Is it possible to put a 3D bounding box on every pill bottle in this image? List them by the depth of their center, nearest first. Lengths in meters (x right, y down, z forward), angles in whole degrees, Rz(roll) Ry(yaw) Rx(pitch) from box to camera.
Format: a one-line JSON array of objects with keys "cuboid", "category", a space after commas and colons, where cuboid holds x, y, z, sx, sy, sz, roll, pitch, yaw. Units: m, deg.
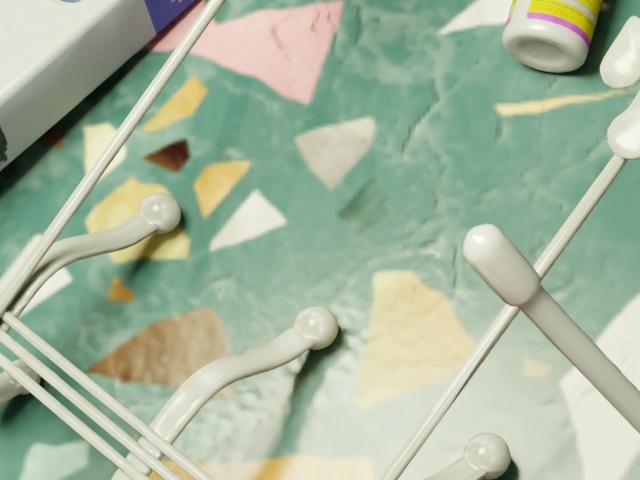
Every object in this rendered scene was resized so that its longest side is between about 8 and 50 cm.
[{"cuboid": [0.121, -0.129, 0.930, 0.043, 0.043, 0.083, 11, 70, 20], "category": "pill bottle"}]

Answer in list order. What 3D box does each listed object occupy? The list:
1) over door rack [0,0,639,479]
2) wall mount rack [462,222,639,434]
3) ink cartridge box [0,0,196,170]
[{"cuboid": [0.000, 0.000, 0.855, 0.239, 0.108, 0.324, 35, 100, 27], "category": "over door rack"}, {"cuboid": [0.239, 0.029, 0.751, 0.304, 0.130, 0.350, 39, 81, 10], "category": "wall mount rack"}, {"cuboid": [-0.199, -0.131, 0.999, 0.311, 0.065, 0.186, -44, 64, -12], "category": "ink cartridge box"}]
